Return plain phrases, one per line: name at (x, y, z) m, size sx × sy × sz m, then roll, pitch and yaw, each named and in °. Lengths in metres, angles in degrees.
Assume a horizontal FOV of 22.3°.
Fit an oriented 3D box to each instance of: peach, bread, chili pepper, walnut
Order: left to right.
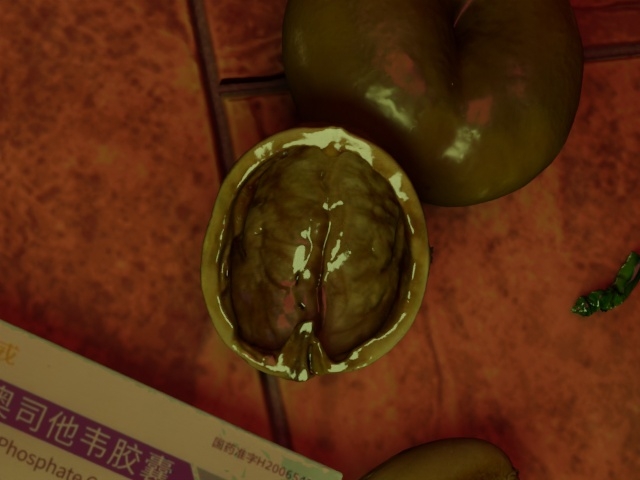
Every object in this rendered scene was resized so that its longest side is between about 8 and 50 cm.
walnut at (0.001, -0.002, 1.214) m, size 0.167 × 0.087 × 0.211 m, roll 12°, pitch 116°, yaw 1°
bread at (0.069, 0.211, 1.199) m, size 0.189 × 0.077 × 0.114 m, roll -28°, pitch 100°, yaw -39°
peach at (0.091, -0.150, 1.281) m, size 0.251 × 0.153 × 0.251 m, roll 5°, pitch 77°, yaw -20°
chili pepper at (0.240, 0.041, 1.339) m, size 0.083 × 0.022 × 0.027 m, roll -37°, pitch 121°, yaw -23°

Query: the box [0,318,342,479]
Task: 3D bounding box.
box at (-0.176, 0.191, 1.146) m, size 0.343 × 0.065 × 0.200 m, roll 25°, pitch 70°, yaw -9°
